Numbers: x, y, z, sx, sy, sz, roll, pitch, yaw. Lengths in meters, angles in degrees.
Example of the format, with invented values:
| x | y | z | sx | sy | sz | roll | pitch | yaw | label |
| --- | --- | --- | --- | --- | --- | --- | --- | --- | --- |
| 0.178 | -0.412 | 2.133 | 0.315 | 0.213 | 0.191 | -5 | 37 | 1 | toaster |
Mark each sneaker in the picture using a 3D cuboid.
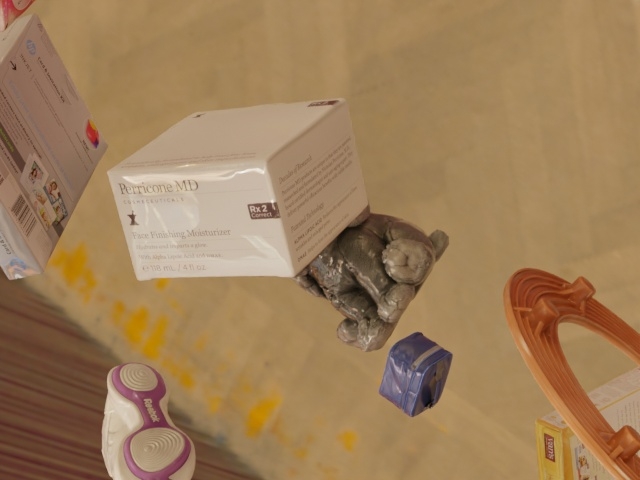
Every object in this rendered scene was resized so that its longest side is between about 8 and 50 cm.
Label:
| x | y | z | sx | sy | sz | roll | pitch | yaw | label |
| --- | --- | --- | --- | --- | --- | --- | --- | --- | --- |
| -0.253 | 0.315 | 2.117 | 0.305 | 0.114 | 0.152 | -110 | 29 | -56 | sneaker |

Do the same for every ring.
| x | y | z | sx | sy | sz | roll | pitch | yaw | label |
| --- | --- | --- | --- | --- | --- | --- | --- | --- | --- |
| 0.287 | 0.144 | 1.251 | 0.032 | 0.337 | 0.336 | -47 | 50 | 20 | ring |

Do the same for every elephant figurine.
| x | y | z | sx | sy | sz | roll | pitch | yaw | label |
| --- | --- | --- | --- | --- | --- | --- | --- | --- | --- |
| 0.000 | 0.000 | 1.595 | 0.239 | 0.186 | 0.169 | 31 | 88 | 6 | elephant figurine |

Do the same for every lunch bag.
| x | y | z | sx | sy | sz | roll | pitch | yaw | label |
| --- | --- | --- | --- | --- | --- | --- | --- | --- | --- |
| 0.121 | 0.172 | 1.813 | 0.065 | 0.067 | 0.098 | 34 | 130 | 30 | lunch bag |

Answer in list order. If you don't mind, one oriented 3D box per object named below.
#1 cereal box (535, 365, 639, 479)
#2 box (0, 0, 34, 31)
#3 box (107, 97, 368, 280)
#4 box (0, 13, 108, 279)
| x | y | z | sx | sy | sz | roll | pitch | yaw | label |
| --- | --- | --- | --- | --- | --- | --- | --- | --- | --- |
| 0.351 | 0.241 | 1.682 | 0.047 | 0.240 | 0.173 | 22 | 125 | 50 | cereal box |
| -0.312 | -0.248 | 0.947 | 0.300 | 0.142 | 0.154 | 10 | 36 | 14 | box |
| -0.076 | -0.051 | 1.417 | 0.181 | 0.182 | 0.119 | -3 | 112 | 28 | box |
| -0.248 | -0.081 | 1.221 | 0.038 | 0.145 | 0.186 | -11 | 35 | 22 | box |
